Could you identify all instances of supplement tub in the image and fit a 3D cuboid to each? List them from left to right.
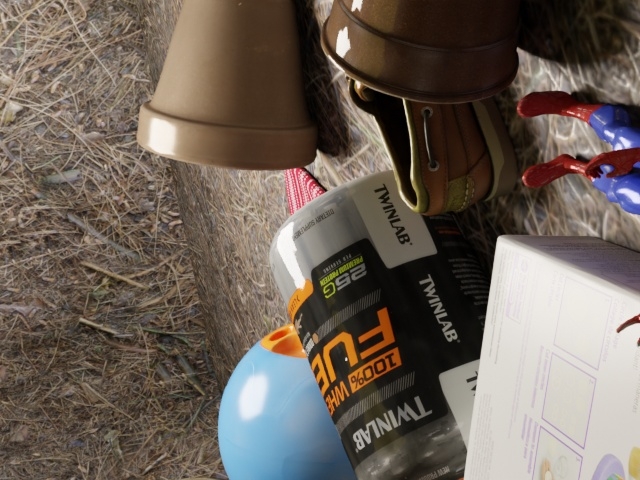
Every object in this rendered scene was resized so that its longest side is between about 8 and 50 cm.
[{"bbox_3d":[0.095,0.116,0.902,0.207,0.207,0.338,104,145,-61],"label":"supplement tub"}]

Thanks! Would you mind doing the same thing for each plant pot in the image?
[{"bbox_3d":[-0.123,-0.239,1.264,0.263,0.262,0.230,-141,55,-63],"label":"plant pot"},{"bbox_3d":[0.092,-0.220,0.682,0.167,0.166,0.165,-122,30,-41],"label":"plant pot"}]

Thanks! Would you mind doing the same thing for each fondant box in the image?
[{"bbox_3d":[0.225,0.148,0.591,0.330,0.096,0.239,-144,57,-66],"label":"fondant box"}]

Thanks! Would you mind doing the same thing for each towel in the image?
[{"bbox_3d":[0.000,0.000,1.422,0.275,0.031,0.199,-131,29,-55],"label":"towel"}]

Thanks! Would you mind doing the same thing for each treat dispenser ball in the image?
[{"bbox_3d":[0.008,0.245,1.175,0.288,0.288,0.288,163,90,-74],"label":"treat dispenser ball"}]

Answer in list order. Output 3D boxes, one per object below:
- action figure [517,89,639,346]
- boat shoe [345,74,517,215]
[{"bbox_3d":[0.193,-0.028,0.569,0.280,0.139,0.092,35,140,61],"label":"action figure"},{"bbox_3d":[0.079,-0.169,0.847,0.111,0.104,0.307,108,142,-64],"label":"boat shoe"}]
